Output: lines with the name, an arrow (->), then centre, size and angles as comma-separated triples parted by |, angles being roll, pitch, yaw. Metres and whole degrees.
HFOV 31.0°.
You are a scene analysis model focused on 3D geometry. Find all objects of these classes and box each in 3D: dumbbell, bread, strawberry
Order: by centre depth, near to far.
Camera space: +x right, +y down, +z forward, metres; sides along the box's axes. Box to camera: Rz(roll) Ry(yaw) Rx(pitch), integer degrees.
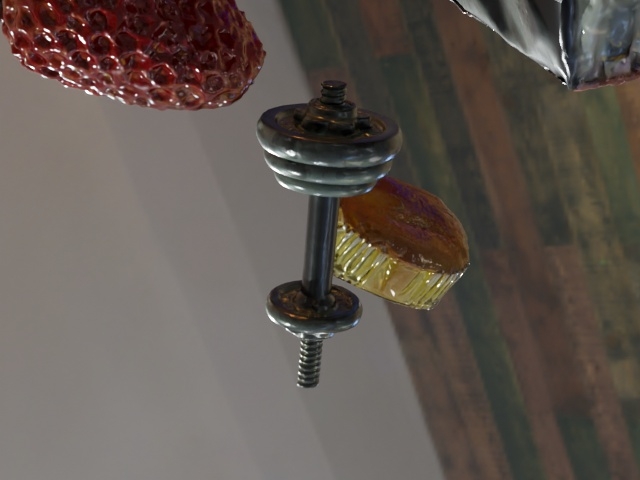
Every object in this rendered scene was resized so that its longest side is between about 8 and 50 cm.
dumbbell -> 0.000, 0.000, 0.896 | 0.110, 0.110, 0.254 | -24, -54, -49
strawberry -> -0.167, -0.207, 1.056 | 0.244, 0.205, 0.205 | 32, -124, -4
bread -> 0.089, -0.003, 1.395 | 0.191, 0.114, 0.132 | 18, -137, -20

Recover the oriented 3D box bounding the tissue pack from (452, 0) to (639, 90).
tissue pack -> 0.127, -0.260, 0.796 | 0.123, 0.332, 0.245 | -13, -61, -9
